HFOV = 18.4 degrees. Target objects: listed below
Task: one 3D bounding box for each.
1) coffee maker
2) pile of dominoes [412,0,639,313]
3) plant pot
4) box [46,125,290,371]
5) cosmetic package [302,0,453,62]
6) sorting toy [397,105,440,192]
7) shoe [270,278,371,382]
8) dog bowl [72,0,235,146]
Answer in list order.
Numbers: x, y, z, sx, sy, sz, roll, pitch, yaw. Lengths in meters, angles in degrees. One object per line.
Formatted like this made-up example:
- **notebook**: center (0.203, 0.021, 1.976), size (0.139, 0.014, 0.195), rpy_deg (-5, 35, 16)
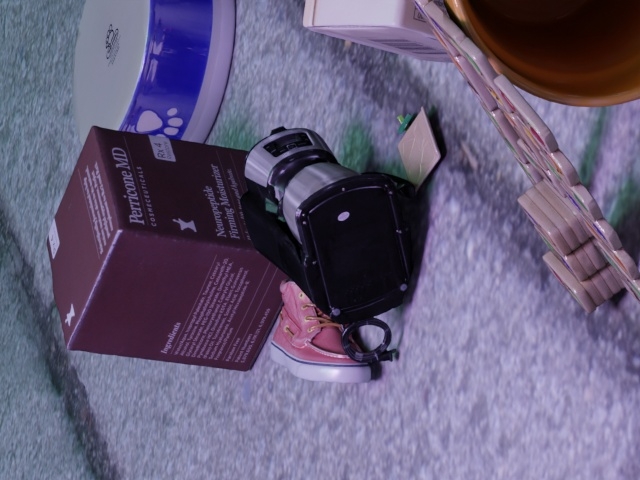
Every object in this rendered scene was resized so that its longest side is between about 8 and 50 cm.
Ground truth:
- **coffee maker**: center (0.000, 0.000, 1.778), size (0.178, 0.120, 0.171), rpy_deg (-138, 55, -64)
- **pile of dominoes**: center (0.143, -0.044, 1.372), size (0.040, 0.251, 0.196), rpy_deg (-37, 37, 1)
- **plant pot**: center (0.174, -0.207, 1.417), size (0.188, 0.205, 0.205), rpy_deg (-126, 48, -78)
- **box**: center (-0.150, 0.010, 2.001), size (0.167, 0.203, 0.168), rpy_deg (-62, 31, 34)
- **cosmetic package**: center (0.096, -0.309, 1.607), size (0.113, 0.160, 0.309), rpy_deg (5, 86, 44)
- **sorting toy**: center (0.086, -0.089, 1.754), size (0.062, 0.012, 0.083), rpy_deg (119, 145, -46)
- **shoe**: center (0.000, 0.082, 1.822), size (0.178, 0.063, 0.081), rpy_deg (-163, 78, -69)
- **dog bowl**: center (-0.198, -0.220, 2.295), size (0.265, 0.104, 0.265), rpy_deg (-32, 53, 58)
